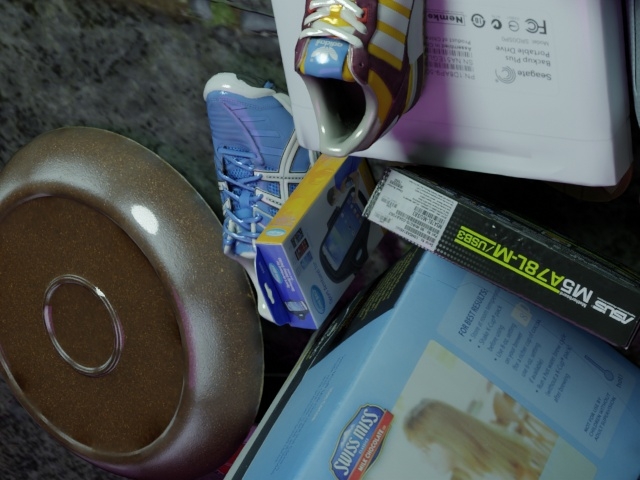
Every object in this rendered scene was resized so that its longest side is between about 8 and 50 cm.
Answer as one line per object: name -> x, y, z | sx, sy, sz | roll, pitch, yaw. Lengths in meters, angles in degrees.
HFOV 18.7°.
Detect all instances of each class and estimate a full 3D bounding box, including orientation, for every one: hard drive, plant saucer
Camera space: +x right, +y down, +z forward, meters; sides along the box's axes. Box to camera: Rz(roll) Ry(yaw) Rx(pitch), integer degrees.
hard drive -> 0.064, -0.206, 1.183 | 0.233, 0.047, 0.353 | 9, 126, 29
plant saucer -> -0.180, 0.062, 1.575 | 0.310, 0.050, 0.311 | 16, 117, 35

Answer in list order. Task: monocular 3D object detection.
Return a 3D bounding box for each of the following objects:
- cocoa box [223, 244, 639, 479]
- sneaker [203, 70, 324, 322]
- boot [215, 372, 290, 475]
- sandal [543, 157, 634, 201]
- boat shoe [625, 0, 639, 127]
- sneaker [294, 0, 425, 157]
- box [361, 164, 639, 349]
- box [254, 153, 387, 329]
cocoa box -> 0.059, 0.206, 1.400 | 0.231, 0.347, 0.228 | 38, 141, -7
sneaker -> -0.037, -0.030, 1.441 | 0.080, 0.081, 0.211 | 2, 129, 36
boot -> -0.089, 0.186, 1.693 | 0.244, 0.088, 0.176 | 10, 136, 22
sandal -> 0.136, -0.095, 1.287 | 0.180, 0.049, 0.072 | 34, 135, 18
boat shoe -> 0.222, -0.193, 1.102 | 0.094, 0.109, 0.302 | -7, 130, 1
sneaker -> 0.021, -0.139, 1.169 | 0.069, 0.084, 0.186 | 10, 127, 29
box -> 0.132, 0.007, 1.300 | 0.190, 0.045, 0.184 | 27, -175, 8
box -> 0.000, 0.000, 1.401 | 0.028, 0.136, 0.081 | 2, 131, 33
